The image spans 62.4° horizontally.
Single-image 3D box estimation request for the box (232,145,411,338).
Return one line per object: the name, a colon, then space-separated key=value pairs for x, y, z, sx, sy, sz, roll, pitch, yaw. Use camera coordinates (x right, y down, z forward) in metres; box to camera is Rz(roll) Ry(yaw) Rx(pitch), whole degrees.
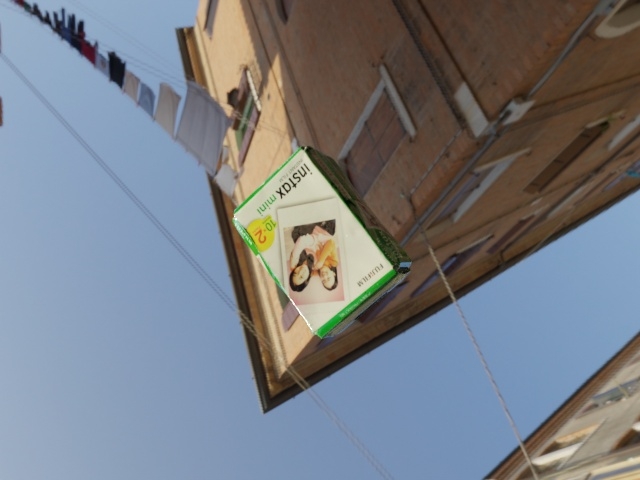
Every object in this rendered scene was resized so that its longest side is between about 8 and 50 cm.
box: x=0.000 y=0.000 z=0.799 sx=0.250 sy=0.180 sz=0.103 roll=53 pitch=-162 yaw=14
